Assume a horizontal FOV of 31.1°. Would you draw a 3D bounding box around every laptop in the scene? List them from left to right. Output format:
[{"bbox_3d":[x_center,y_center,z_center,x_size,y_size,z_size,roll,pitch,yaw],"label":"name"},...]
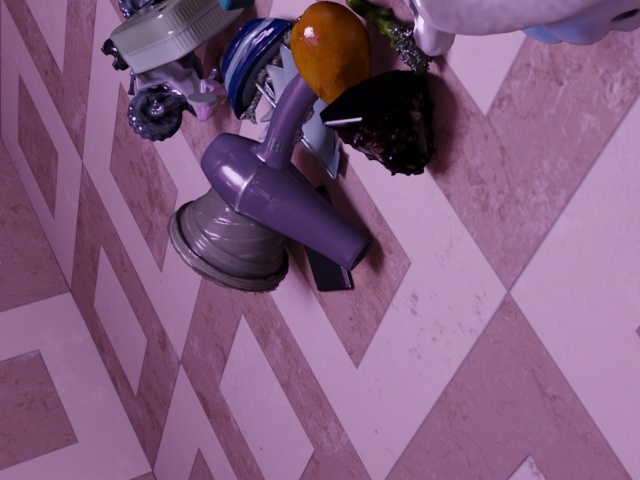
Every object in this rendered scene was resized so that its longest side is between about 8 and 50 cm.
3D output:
[{"bbox_3d":[0.000,0.000,1.954,0.129,0.016,0.180,-10,98,65],"label":"laptop"}]

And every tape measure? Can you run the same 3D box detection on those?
[{"bbox_3d":[-0.247,-0.390,1.982,0.235,0.207,0.115,-4,127,54],"label":"tape measure"}]

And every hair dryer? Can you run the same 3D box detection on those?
[{"bbox_3d":[-0.012,-0.149,1.755,0.301,0.121,0.361,35,127,13],"label":"hair dryer"}]

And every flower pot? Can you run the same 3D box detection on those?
[{"bbox_3d":[-0.139,-0.028,2.022,0.235,0.236,0.140,55,127,33],"label":"flower pot"}]

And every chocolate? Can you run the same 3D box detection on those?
[{"bbox_3d":[0.098,-0.143,1.553,0.156,0.156,0.133,17,138,60],"label":"chocolate"}]

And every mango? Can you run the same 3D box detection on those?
[{"bbox_3d":[0.016,-0.258,1.611,0.115,0.089,0.165,13,141,18],"label":"mango"}]

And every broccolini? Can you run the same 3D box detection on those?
[{"bbox_3d":[0.083,-0.292,1.555,0.216,0.058,0.067,45,146,45],"label":"broccolini"}]

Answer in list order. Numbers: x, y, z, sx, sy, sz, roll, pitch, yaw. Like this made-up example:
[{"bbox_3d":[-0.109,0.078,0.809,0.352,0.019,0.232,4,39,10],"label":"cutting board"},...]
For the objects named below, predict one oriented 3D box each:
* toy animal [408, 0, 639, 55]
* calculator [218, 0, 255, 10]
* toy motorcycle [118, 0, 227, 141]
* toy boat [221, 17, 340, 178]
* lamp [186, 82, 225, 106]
[{"bbox_3d":[0.216,-0.300,1.130,0.289,0.249,0.174,-7,140,30],"label":"toy animal"},{"bbox_3d":[-0.135,-0.442,1.384,0.248,0.058,0.274,60,154,25],"label":"calculator"},{"bbox_3d":[-0.275,-0.344,2.147,0.143,0.188,0.326,129,135,-72],"label":"toy motorcycle"},{"bbox_3d":[-0.068,-0.218,1.875,0.210,0.070,0.291,-22,92,51],"label":"toy boat"},{"bbox_3d":[-0.175,-0.250,1.979,0.050,0.198,0.056,13,117,14],"label":"lamp"}]
